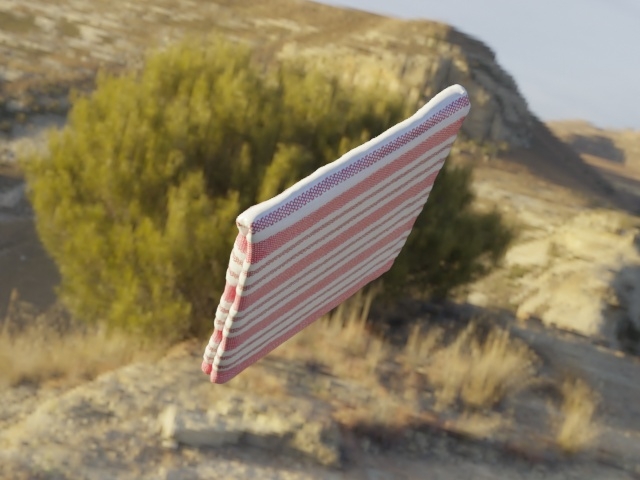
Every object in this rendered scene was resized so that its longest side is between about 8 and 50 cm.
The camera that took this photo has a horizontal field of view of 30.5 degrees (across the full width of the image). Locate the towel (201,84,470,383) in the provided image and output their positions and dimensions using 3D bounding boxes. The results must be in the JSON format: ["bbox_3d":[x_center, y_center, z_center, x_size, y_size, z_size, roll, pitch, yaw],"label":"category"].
[{"bbox_3d":[0.000,0.000,0.647,0.029,0.144,0.197,48,-27,16],"label":"towel"}]
